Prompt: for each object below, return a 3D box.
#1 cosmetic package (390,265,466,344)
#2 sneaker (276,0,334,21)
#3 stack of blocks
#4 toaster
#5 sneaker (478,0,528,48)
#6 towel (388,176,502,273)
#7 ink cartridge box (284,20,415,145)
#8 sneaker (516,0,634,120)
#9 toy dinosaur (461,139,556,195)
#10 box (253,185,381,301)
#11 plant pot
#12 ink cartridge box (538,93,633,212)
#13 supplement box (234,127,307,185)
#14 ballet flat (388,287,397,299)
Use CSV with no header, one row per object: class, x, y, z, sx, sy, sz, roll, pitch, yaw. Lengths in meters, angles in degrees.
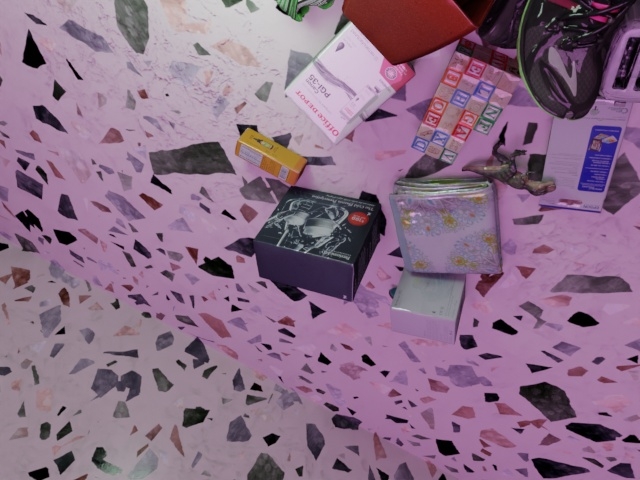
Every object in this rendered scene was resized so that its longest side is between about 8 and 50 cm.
cosmetic package,0.380,0.217,1.749,0.224,0.224,0.138,8,135,21
sneaker,0.018,-0.653,1.181,0.343,0.134,0.146,-13,131,47
stack of blocks,0.375,-0.347,1.301,0.171,0.087,0.297,25,138,4
toaster,0.667,-0.401,1.048,0.128,0.147,0.227,12,135,17
sneaker,0.465,-0.524,1.090,0.130,0.087,0.228,17,123,-26
towel,0.404,-0.035,1.592,0.320,0.090,0.375,2,132,27
ink cartridge box,0.076,-0.421,1.304,0.283,0.117,0.207,-39,108,24
sneaker,0.503,-0.465,0.939,0.185,0.202,0.484,-3,116,0
toy dinosaur,0.507,-0.203,1.358,0.268,0.064,0.118,26,133,36
box,0.000,0.000,1.675,0.342,0.313,0.179,13,136,17
plant pot,0.205,-0.550,1.082,0.267,0.267,0.235,41,146,-14
ink cartridge box,0.671,-0.226,1.280,0.165,0.065,0.333,10,133,21
supplement box,-0.167,-0.280,1.666,0.233,0.078,0.080,30,141,-1
ballet flat,0.355,0.244,1.908,0.203,0.074,0.074,17,137,10
